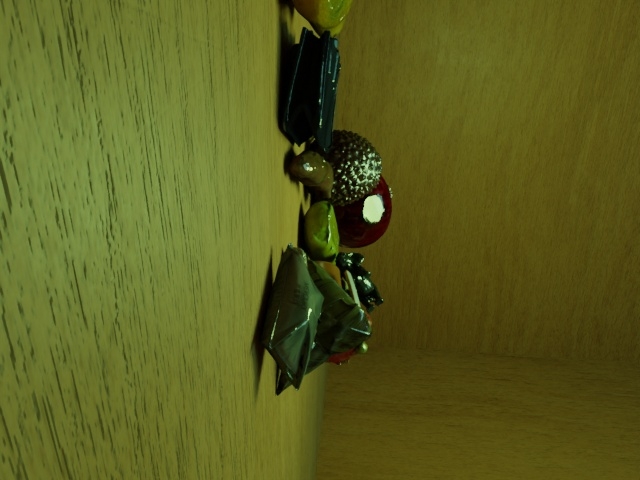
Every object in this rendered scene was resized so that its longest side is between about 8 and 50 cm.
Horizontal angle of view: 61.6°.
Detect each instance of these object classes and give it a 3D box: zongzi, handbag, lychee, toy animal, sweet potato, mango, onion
[{"bbox_3d":[-0.056,0.222,1.403,0.286,0.300,0.138,44,-5,43],"label":"zongzi"},{"bbox_3d":[-0.055,0.162,1.126,0.271,0.117,0.183,-81,154,-45],"label":"handbag"},{"bbox_3d":[0.079,-0.239,1.780,0.267,0.267,0.268,3,90,-86],"label":"lychee"},{"bbox_3d":[0.111,0.126,1.724,0.146,0.114,0.245,-112,178,-62],"label":"toy animal"},{"bbox_3d":[-0.019,-0.366,1.292,0.325,0.118,0.269,-19,118,-86],"label":"handbag"},{"bbox_3d":[-0.025,-0.191,1.439,0.354,0.095,0.106,24,49,-77],"label":"sweet potato"},{"bbox_3d":[-0.001,-0.551,1.158,0.359,0.143,0.187,-80,158,-79],"label":"mango"},{"bbox_3d":[0.121,-0.138,2.033,0.341,0.341,0.342,3,90,-86],"label":"onion"}]

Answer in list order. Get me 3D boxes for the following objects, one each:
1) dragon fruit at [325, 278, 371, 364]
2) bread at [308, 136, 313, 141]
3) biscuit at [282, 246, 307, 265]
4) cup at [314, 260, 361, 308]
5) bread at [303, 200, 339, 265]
[{"bbox_3d":[0.045,0.257,1.803,0.243,0.227,0.307,3,65,-76],"label":"dragon fruit"},{"bbox_3d":[-0.031,-0.371,1.715,0.110,0.024,0.110,4,90,-86],"label":"bread"},{"bbox_3d":[-0.069,0.142,1.302,0.108,0.061,0.239,85,10,-62],"label":"biscuit"},{"bbox_3d":[0.016,0.193,1.575,0.182,0.226,0.264,36,40,-42],"label":"cup"},{"bbox_3d":[0.000,0.000,1.785,0.383,0.112,0.166,74,18,-72],"label":"bread"}]
